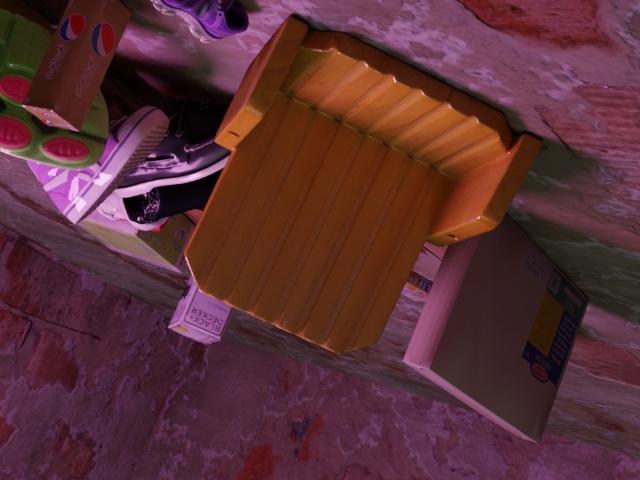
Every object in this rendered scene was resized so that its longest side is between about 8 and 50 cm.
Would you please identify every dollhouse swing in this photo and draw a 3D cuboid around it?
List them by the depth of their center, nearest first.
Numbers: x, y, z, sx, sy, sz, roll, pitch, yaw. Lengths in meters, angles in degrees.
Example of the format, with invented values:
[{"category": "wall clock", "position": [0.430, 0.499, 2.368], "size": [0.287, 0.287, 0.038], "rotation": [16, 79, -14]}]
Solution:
[{"category": "dollhouse swing", "position": [0.024, -0.040, 1.418], "size": [0.347, 0.305, 0.315], "rotation": [26, 167, -11]}]

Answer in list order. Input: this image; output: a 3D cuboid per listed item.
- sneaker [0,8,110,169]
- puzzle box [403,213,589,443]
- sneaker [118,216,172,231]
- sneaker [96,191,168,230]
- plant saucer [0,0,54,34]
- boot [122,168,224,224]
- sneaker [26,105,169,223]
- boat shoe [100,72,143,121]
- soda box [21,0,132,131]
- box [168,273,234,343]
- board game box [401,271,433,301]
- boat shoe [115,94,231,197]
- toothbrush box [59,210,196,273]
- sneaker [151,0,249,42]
[{"category": "sneaker", "position": [-0.485, -0.240, 1.603], "size": [0.483, 0.185, 0.202], "rotation": [28, 178, 18]}, {"category": "puzzle box", "position": [0.292, 0.140, 1.772], "size": [0.052, 0.272, 0.409], "rotation": [12, 163, 39]}, {"category": "sneaker", "position": [-0.404, -0.102, 2.287], "size": [0.107, 0.118, 0.279], "rotation": [7, 160, 47]}, {"category": "sneaker", "position": [-0.358, -0.079, 2.064], "size": [0.110, 0.118, 0.292], "rotation": [38, -172, -31]}, {"category": "plant saucer", "position": [-0.491, -0.340, 1.629], "size": [0.188, 0.045, 0.188], "rotation": [11, 162, 41]}, {"category": "boot", "position": [-0.247, -0.085, 1.927], "size": [0.207, 0.094, 0.246], "rotation": [-15, 180, -28]}, {"category": "sneaker", "position": [-0.343, -0.145, 1.629], "size": [0.161, 0.102, 0.282], "rotation": [51, 131, -4]}, {"category": "boat shoe", "position": [-0.350, -0.212, 1.811], "size": [0.110, 0.122, 0.341], "rotation": [59, -179, 30]}, {"category": "soda box", "position": [-0.314, -0.236, 1.450], "size": [0.058, 0.181, 0.061], "rotation": [12, 164, 31]}, {"category": "box", "position": [-0.190, 0.052, 2.172], "size": [0.087, 0.290, 0.169], "rotation": [25, 168, -11]}, {"category": "board game box", "position": [0.172, 0.084, 2.290], "size": [0.154, 0.026, 0.103], "rotation": [29, 166, -27]}, {"category": "boat shoe", "position": [-0.219, -0.161, 1.686], "size": [0.340, 0.127, 0.113], "rotation": [-11, 126, 42]}, {"category": "toothbrush box", "position": [-0.430, -0.044, 2.558], "size": [0.206, 0.122, 0.283], "rotation": [17, 165, 20]}, {"category": "sneaker", "position": [-0.137, -0.284, 1.275], "size": [0.071, 0.068, 0.170], "rotation": [-2, 165, 27]}]
